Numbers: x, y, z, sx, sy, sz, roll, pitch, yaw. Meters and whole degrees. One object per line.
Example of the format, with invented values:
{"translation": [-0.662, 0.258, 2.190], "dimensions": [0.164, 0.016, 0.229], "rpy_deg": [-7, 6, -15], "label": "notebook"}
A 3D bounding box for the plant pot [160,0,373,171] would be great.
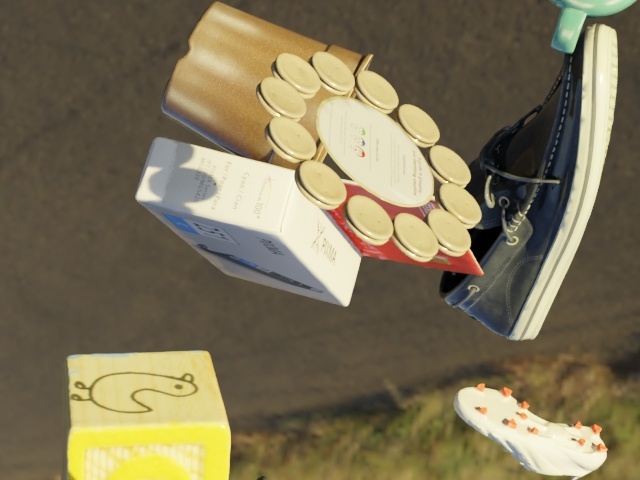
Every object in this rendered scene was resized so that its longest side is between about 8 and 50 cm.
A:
{"translation": [-0.058, -0.143, 1.596], "dimensions": [0.165, 0.167, 0.167], "rpy_deg": [26, 157, 0], "label": "plant pot"}

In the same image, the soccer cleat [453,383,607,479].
{"translation": [0.226, 0.220, 1.795], "dimensions": [0.196, 0.068, 0.076], "rpy_deg": [21, 128, -18], "label": "soccer cleat"}

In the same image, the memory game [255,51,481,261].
{"translation": [0.034, -0.059, 1.098], "dimensions": [0.186, 0.186, 0.012], "rpy_deg": [25, 126, -24], "label": "memory game"}

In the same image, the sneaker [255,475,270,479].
{"translation": [-0.076, 0.296, 1.566], "dimensions": [0.051, 0.089, 0.170], "rpy_deg": [40, 152, 16], "label": "sneaker"}

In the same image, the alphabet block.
{"translation": [-0.214, 0.260, 1.942], "dimensions": [0.192, 0.193, 0.197], "rpy_deg": [-3, -157, -11], "label": "alphabet block"}

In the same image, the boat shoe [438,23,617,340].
{"translation": [0.261, -0.066, 2.053], "dimensions": [0.156, 0.186, 0.500], "rpy_deg": [16, 136, 1], "label": "boat shoe"}

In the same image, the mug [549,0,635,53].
{"translation": [0.277, -0.276, 1.625], "dimensions": [0.129, 0.157, 0.097], "rpy_deg": [-15, -173, 11], "label": "mug"}

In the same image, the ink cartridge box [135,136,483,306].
{"translation": [0.000, 0.000, 1.489], "dimensions": [0.261, 0.066, 0.296], "rpy_deg": [13, 169, 16], "label": "ink cartridge box"}
